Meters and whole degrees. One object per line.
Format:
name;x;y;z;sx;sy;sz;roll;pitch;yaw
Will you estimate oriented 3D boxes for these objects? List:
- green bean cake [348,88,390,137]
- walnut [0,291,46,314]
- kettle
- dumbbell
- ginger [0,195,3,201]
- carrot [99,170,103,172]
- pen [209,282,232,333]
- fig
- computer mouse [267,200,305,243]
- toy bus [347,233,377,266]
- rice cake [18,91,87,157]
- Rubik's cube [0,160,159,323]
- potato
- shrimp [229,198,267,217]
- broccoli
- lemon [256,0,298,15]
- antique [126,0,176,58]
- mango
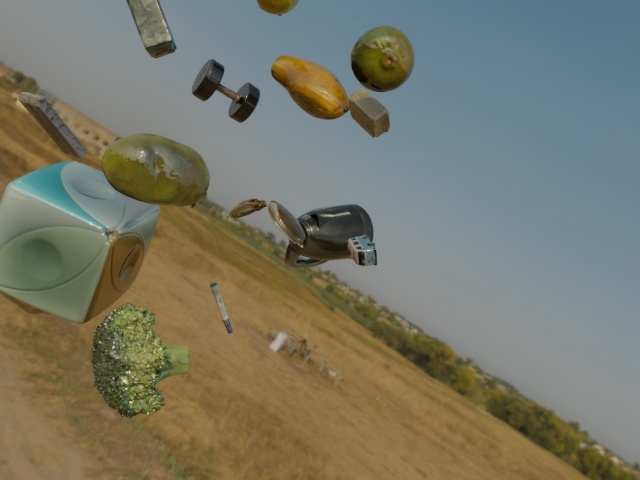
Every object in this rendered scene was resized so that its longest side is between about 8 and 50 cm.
green bean cake;0.185;-0.488;2.078;0.179;0.085;0.109;51;-12;31
walnut;-1.075;0.109;2.108;0.381;0.381;0.381;33;-3;2
kettle;0.000;0.000;2.184;0.324;0.321;0.228;-6;54;-39
dumbbell;-0.352;-0.555;2.023;0.218;0.153;0.152;28;0;-30
ginger;-1.170;-0.122;1.959;0.074;0.137;0.213;66;-29;7
carrot;-0.708;-0.161;1.889;0.248;0.059;0.059;42;0;18
pen;-0.336;0.233;1.850;0.025;0.025;0.204;29;-41;53
fig;0.191;-0.587;1.771;0.207;0.207;0.230;34;-7;-30
computer mouse;-0.106;-0.061;1.654;0.126;0.056;0.245;47;1;-17
toy bus;0.125;0.032;1.643;0.074;0.060;0.123;-9;23;-7
rice cake;-0.983;-0.421;1.996;0.106;0.050;0.298;18;-27;21
Rubik's cube;-0.732;-0.004;1.632;0.351;0.347;0.352;27;21;1
potato;-0.389;-0.168;1.294;0.248;0.169;0.143;8;-16;-22
shrimp;-0.295;-0.143;2.217;0.217;0.115;0.051;-11;-50;44
broccoli;-0.497;0.329;1.459;0.259;0.288;0.235;9;17;4
lemon;-0.160;-0.941;2.010;0.178;0.178;0.203;31;-45;34
antique;-0.500;-0.642;1.611;0.088;0.086;0.183;-159;-132;-86
mango;-0.031;-0.531;1.864;0.187;0.144;0.359;-9;45;-39
